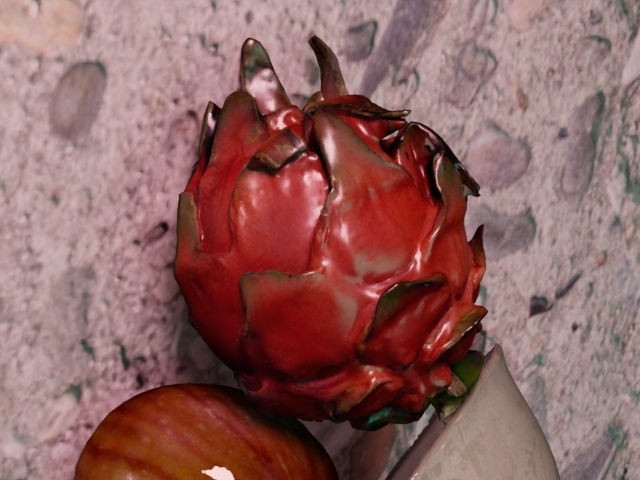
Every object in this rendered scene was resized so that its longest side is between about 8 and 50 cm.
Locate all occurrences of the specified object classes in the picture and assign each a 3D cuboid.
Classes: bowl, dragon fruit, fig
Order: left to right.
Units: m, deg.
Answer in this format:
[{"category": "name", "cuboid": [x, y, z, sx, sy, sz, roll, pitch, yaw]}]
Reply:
[{"category": "fig", "cuboid": [-0.047, 0.180, 1.167, 0.175, 0.207, 0.175, -16, 112, -47]}, {"category": "dragon fruit", "cuboid": [0.000, 0.000, 1.142, 0.193, 0.274, 0.192, -31, 173, -3]}, {"category": "bowl", "cuboid": [0.084, 0.235, 1.250, 0.313, 0.146, 0.313, -55, 178, -3]}]
